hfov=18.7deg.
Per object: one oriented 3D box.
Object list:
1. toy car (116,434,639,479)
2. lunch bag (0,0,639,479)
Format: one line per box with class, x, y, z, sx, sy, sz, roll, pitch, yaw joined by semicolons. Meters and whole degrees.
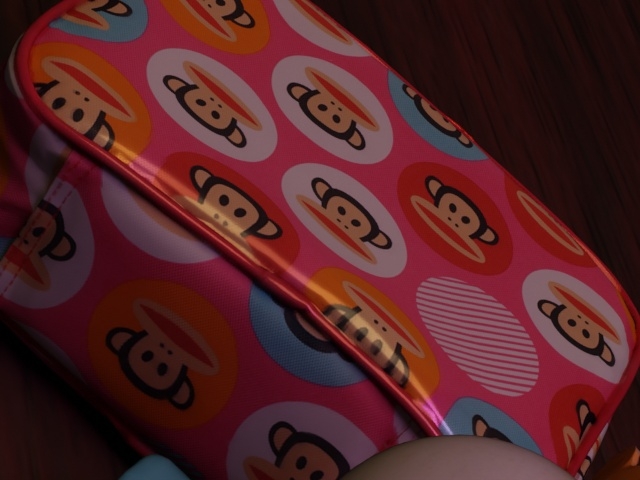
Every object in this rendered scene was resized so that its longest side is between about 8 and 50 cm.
toy car;0.015;0.143;0.595;0.219;0.238;0.210;45;34;5
lunch bag;0.000;0.000;0.839;0.293;0.120;0.258;42;34;1
